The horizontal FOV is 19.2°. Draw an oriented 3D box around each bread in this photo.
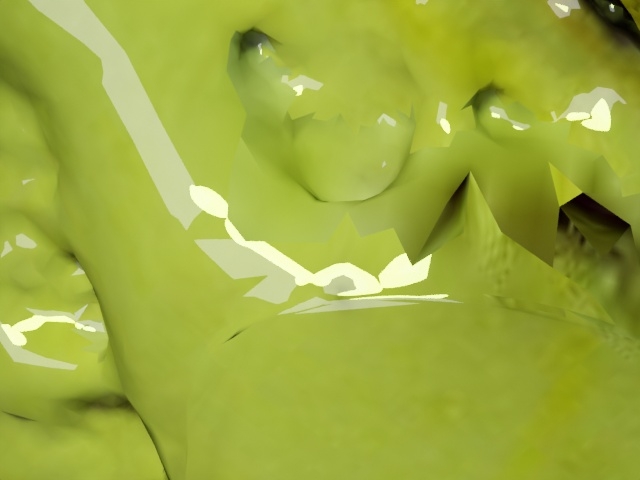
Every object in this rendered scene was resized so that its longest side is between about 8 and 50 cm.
[{"bbox_3d":[0.000,0.000,0.425,0.204,0.162,0.262,-39,96,14],"label":"bread"}]
